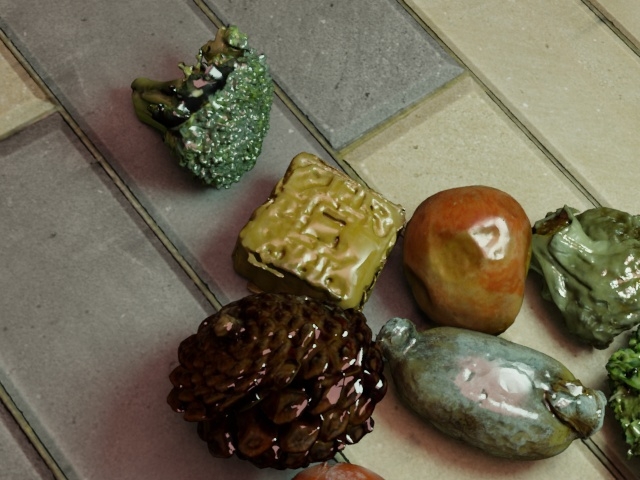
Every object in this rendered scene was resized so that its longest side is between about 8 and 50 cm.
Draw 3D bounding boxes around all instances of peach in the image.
[{"bbox_3d":[0.237,0.037,1.498,0.214,0.214,0.235,-6,81,-14],"label":"peach"}]

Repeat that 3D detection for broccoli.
[{"bbox_3d":[-0.206,-0.225,1.543,0.244,0.247,0.262,14,99,32],"label":"broccoli"},{"bbox_3d":[0.572,0.221,1.438,0.248,0.245,0.288,2,71,-25],"label":"broccoli"}]

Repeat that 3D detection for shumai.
[{"bbox_3d":[0.439,0.026,1.544,0.218,0.189,0.255,31,57,4],"label":"shumai"}]

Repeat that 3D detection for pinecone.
[{"bbox_3d":[-0.054,0.192,1.317,0.296,0.298,0.242,17,89,-41],"label":"pinecone"}]

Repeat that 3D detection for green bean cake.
[{"bbox_3d":[0.000,0.000,1.503,0.230,0.131,0.224,29,63,5],"label":"green bean cake"}]

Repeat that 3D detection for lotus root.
[{"bbox_3d":[0.238,0.221,1.426,0.350,0.175,0.175,22,61,5],"label":"lotus root"}]

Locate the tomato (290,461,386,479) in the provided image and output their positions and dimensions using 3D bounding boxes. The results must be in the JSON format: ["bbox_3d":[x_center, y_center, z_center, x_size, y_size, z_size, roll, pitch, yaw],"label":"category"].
[{"bbox_3d":[0.047,0.408,1.293,0.199,0.112,0.228,-43,92,-20],"label":"tomato"}]
